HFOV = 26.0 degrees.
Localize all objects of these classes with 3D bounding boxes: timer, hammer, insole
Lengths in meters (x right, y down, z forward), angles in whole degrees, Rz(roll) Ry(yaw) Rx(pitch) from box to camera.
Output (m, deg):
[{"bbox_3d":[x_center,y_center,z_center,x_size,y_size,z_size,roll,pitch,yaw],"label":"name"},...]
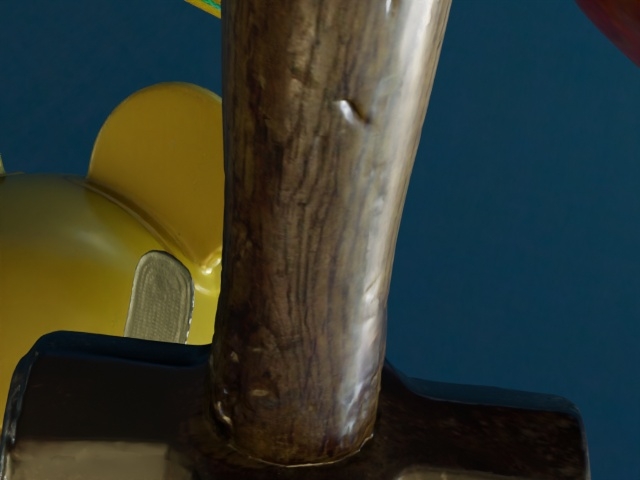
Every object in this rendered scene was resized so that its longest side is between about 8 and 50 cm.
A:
[{"bbox_3d":[-0.206,0.072,1.075,0.376,0.376,0.387,-1,-89,14],"label":"timer"},{"bbox_3d":[0.000,0.000,0.472,0.242,0.095,0.409,4,-40,-3],"label":"hammer"},{"bbox_3d":[-0.085,0.077,0.691,0.053,0.002,0.153,24,-65,27],"label":"insole"}]

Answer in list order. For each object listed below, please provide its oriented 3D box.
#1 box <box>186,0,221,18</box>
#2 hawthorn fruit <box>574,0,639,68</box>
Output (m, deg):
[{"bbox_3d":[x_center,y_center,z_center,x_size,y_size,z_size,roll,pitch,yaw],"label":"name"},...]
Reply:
[{"bbox_3d":[0.004,-0.234,0.776,0.192,0.084,0.301,24,-34,-15],"label":"box"},{"bbox_3d":[0.185,-0.129,0.526,0.208,0.208,0.248,-6,-37,16],"label":"hawthorn fruit"}]
